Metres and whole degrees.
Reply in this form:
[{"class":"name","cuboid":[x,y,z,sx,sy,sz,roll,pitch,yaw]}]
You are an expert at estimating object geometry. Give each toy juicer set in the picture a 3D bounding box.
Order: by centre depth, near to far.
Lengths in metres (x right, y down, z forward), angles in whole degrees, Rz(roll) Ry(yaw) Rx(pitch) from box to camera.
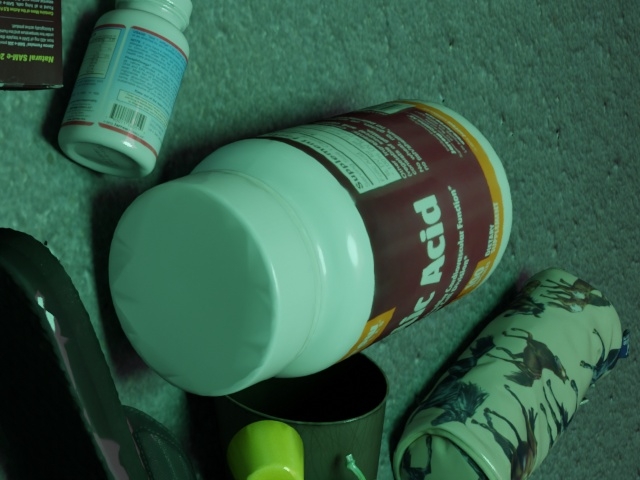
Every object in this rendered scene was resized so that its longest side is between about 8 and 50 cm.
[{"class":"toy juicer set","cuboid":[-0.033,0.328,1.292,0.209,0.089,0.329,18,109,-17]}]

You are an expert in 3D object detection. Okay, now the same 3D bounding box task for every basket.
[{"class":"basket","cuboid":[-0.021,0.230,1.374,0.154,0.204,0.227,-18,118,-34]}]

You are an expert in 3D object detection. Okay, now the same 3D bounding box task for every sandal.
[{"class":"sandal","cuboid":[-0.167,0.184,1.153,0.107,0.167,0.446,-38,122,-42]}]

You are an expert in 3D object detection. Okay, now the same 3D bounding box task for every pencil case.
[{"class":"pencil case","cuboid":[0.242,0.205,1.750,0.410,0.160,0.183,-42,111,-46]}]

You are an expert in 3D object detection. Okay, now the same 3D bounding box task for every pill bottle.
[{"class":"pill bottle","cuboid":[-0.163,-0.141,1.208,0.087,0.087,0.160,37,62,-50]},{"class":"pill bottle","cuboid":[0.000,0.000,1.331,0.392,0.224,0.224,-22,110,-52]}]

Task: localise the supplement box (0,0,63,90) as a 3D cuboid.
[{"class":"supplement box","cuboid":[-0.267,-0.236,1.065,0.130,0.073,0.239,-5,95,-54]}]
